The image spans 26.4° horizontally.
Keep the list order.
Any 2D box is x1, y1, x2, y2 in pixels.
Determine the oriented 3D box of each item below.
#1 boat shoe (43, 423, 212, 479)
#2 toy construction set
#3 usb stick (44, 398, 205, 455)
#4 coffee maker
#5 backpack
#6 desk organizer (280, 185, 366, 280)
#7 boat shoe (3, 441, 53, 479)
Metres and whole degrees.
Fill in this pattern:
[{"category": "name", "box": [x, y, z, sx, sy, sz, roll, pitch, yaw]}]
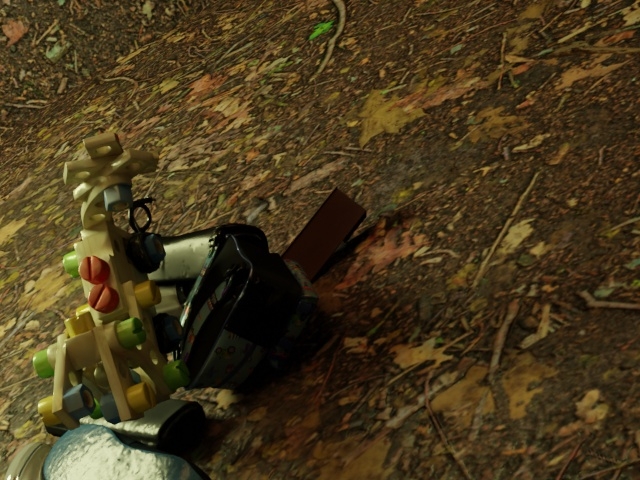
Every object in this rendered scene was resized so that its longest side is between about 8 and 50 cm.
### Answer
[{"category": "boat shoe", "box": [-0.195, 0.262, 1.408, 0.258, 0.089, 0.109, 13, 67, 50]}, {"category": "toy construction set", "box": [-0.230, 0.053, 1.477, 0.151, 0.215, 0.328, -8, 73, 20]}, {"category": "usb stick", "box": [-0.235, 0.211, 1.602, 0.278, 0.045, 0.077, -2, 39, 50]}, {"category": "coffee maker", "box": [-0.164, 0.025, 1.722, 0.178, 0.171, 0.120, -10, 16, 38]}, {"category": "backpack", "box": [-0.096, 0.098, 1.565, 0.173, 0.117, 0.158, -63, 21, 9]}, {"category": "desk organizer", "box": [0.000, 0.000, 1.716, 0.130, 0.050, 0.047, -51, -7, -6]}, {"category": "boat shoe", "box": [-0.300, 0.308, 1.470, 0.075, 0.083, 0.226, -14, 40, 15]}]
